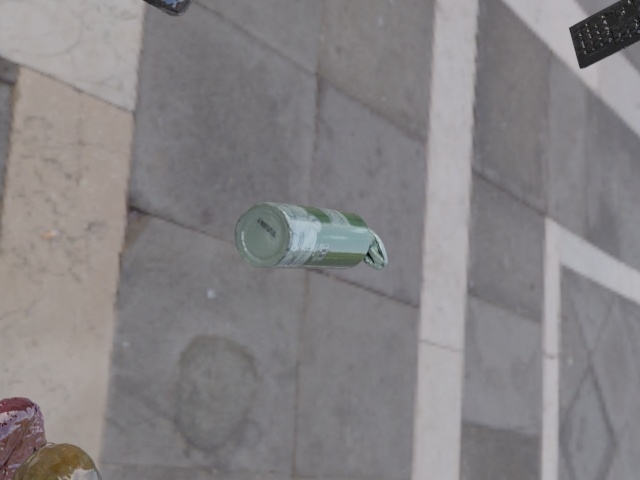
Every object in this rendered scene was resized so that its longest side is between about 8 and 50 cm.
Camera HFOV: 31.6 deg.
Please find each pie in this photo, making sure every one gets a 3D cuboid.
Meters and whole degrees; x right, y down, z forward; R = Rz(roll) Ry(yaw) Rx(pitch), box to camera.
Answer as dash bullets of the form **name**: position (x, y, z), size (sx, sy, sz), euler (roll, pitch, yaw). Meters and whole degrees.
- **pie**: position (-0.319, 0.225, 1.122), size (0.153, 0.038, 0.153), euler (-53, 156, -36)

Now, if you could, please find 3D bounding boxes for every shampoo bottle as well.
- **shampoo bottle**: position (0.000, 0.000, 1.083), size (0.204, 0.065, 0.065), euler (4, 84, -61)

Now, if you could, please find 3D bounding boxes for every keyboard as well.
- **keyboard**: position (0.328, -0.226, 1.062), size (0.010, 0.198, 0.063), euler (39, 35, -42)

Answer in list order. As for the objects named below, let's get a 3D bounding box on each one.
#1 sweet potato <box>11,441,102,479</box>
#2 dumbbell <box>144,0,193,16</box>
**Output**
- **sweet potato**: position (-0.160, 0.242, 0.728), size (0.081, 0.062, 0.233), euler (46, 31, -71)
- **dumbbell**: position (-0.094, -0.270, 0.845), size (0.191, 0.100, 0.100), euler (-55, 150, 12)
